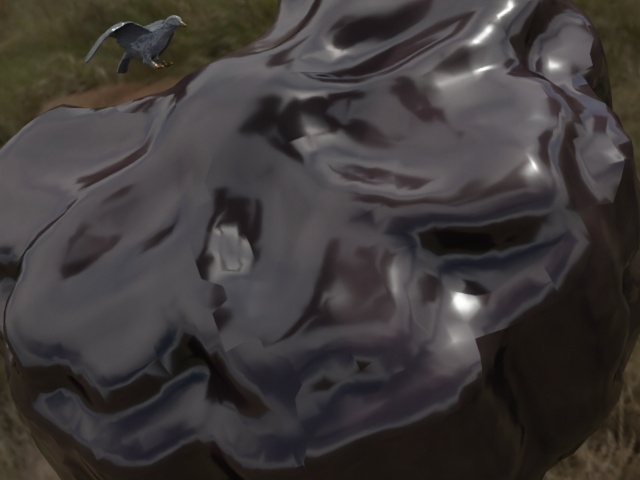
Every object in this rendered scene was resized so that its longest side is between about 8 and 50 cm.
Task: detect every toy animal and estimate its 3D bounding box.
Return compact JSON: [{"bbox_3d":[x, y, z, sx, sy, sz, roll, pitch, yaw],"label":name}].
[{"bbox_3d":[-0.096,-0.111,0.690,0.050,0.028,0.084,-6,9,19],"label":"toy animal"}]

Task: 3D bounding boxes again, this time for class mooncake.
[{"bbox_3d":[0.000,0.000,0.670,0.381,0.212,0.350,-42,48,-13],"label":"mooncake"}]
